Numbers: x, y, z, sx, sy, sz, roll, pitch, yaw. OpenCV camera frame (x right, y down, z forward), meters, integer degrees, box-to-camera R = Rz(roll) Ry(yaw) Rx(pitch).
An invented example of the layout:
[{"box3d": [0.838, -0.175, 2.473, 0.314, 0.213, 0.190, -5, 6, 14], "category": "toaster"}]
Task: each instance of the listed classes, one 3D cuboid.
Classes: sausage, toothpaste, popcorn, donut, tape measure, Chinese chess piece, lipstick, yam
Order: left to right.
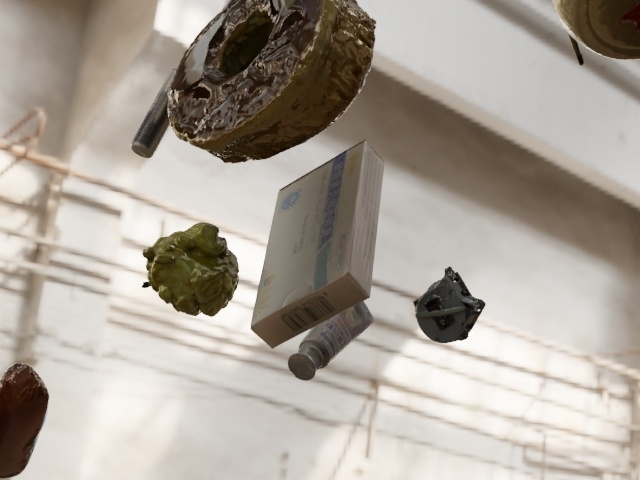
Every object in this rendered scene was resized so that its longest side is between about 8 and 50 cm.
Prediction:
[{"box3d": [-0.486, 0.292, 1.933, 0.083, 0.089, 0.300, -15, -28, -31], "category": "sausage"}, {"box3d": [-0.241, -0.191, 1.853, 0.040, 0.141, 0.040, 25, -14, 7], "category": "lipstick"}, {"box3d": [-0.222, 0.052, 2.079, 0.173, 0.174, 0.142, 20, -34, -36], "category": "popcorn"}, {"box3d": [-0.066, -0.249, 1.752, 0.330, 0.330, 0.160, -10, -28, 42], "category": "donut"}, {"box3d": [0.029, 0.195, 2.623, 0.073, 0.299, 0.114, -25, -78, 38], "category": "toothpaste"}, {"box3d": [0.180, 0.098, 1.713, 0.054, 0.091, 0.094, -19, -28, -55], "category": "tape measure"}, {"box3d": [0.512, -0.405, 2.477, 0.014, 0.107, 0.014, -21, 11, 4], "category": "yam"}, {"box3d": [0.544, -0.460, 2.038, 0.338, 0.140, 0.338, -12, -42, -10], "category": "Chinese chess piece"}]

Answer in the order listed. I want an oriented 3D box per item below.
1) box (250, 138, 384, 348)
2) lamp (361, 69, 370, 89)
[{"box3d": [0.000, 0.000, 1.969, 0.200, 0.343, 0.065, -30, -60, 28], "category": "box"}, {"box3d": [-0.004, -0.360, 2.410, 0.223, 0.223, 0.196, 18, -1, -31], "category": "lamp"}]
